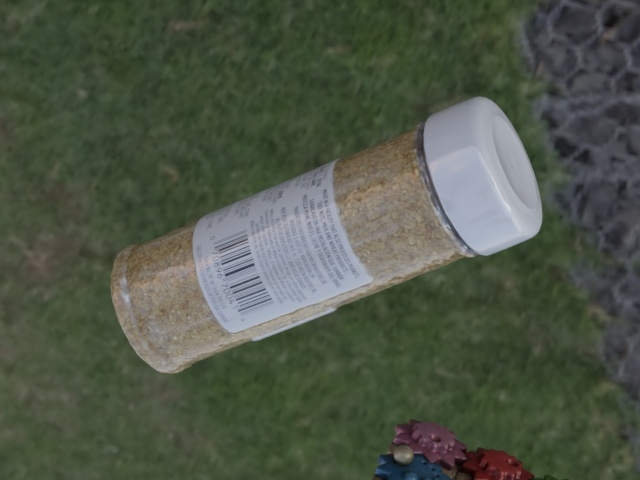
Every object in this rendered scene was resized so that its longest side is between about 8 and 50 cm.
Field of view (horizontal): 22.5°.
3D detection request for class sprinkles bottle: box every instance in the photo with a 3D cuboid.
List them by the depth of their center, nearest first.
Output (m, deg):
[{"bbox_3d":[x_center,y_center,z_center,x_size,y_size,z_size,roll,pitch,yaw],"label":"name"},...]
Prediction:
[{"bbox_3d":[0.000,0.000,1.327,0.355,0.121,0.121,-22,126,23],"label":"sprinkles bottle"}]

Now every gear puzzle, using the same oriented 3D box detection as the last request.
[{"bbox_3d":[0.225,0.280,1.707,0.339,0.175,0.044,22,114,9],"label":"gear puzzle"}]
